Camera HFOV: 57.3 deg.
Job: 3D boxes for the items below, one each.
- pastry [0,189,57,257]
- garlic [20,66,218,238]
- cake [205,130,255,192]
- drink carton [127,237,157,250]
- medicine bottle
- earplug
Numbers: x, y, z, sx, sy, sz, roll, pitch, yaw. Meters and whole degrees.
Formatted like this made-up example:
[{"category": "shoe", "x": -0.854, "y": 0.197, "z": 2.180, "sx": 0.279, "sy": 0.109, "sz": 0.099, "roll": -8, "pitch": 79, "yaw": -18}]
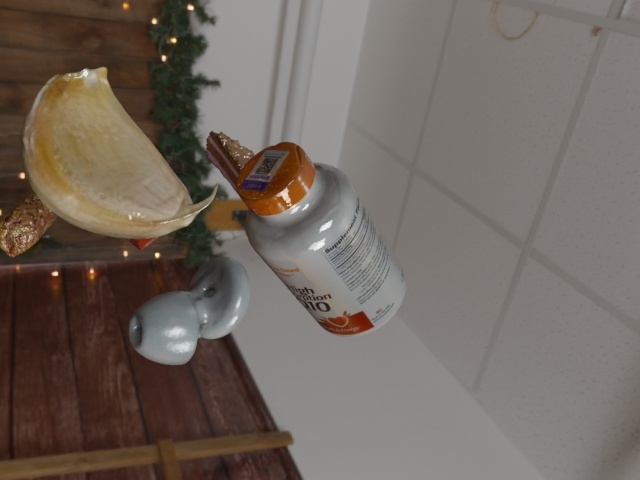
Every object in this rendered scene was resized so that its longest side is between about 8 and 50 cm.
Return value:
[{"category": "pastry", "x": -0.467, "y": -0.045, "z": 0.953, "sx": 0.087, "sy": 0.063, "sz": 0.169, "roll": -30, "pitch": -152, "yaw": 23}, {"category": "garlic", "x": -0.254, "y": -0.088, "z": 0.709, "sx": 0.245, "sy": 0.145, "sz": 0.164, "roll": 45, "pitch": -78, "yaw": 3}, {"category": "cake", "x": -0.121, "y": -0.093, "z": 1.161, "sx": 0.295, "sy": 0.113, "sz": 0.116, "roll": 43, "pitch": -25, "yaw": -4}, {"category": "drink carton", "x": -0.526, "y": -0.071, "z": 1.589, "sx": 0.223, "sy": 0.096, "sz": 0.071, "roll": 33, "pitch": -29, "yaw": 27}, {"category": "medicine bottle", "x": 0.000, "y": 0.000, "z": 0.806, "sx": 0.289, "sy": 0.157, "sz": 0.157, "roll": 53, "pitch": 1, "yaw": -42}, {"category": "earplug", "x": -0.316, "y": 0.170, "z": 1.449, "sx": 0.214, "sy": 0.325, "sz": 0.175, "roll": 35, "pitch": -22, "yaw": 44}]
